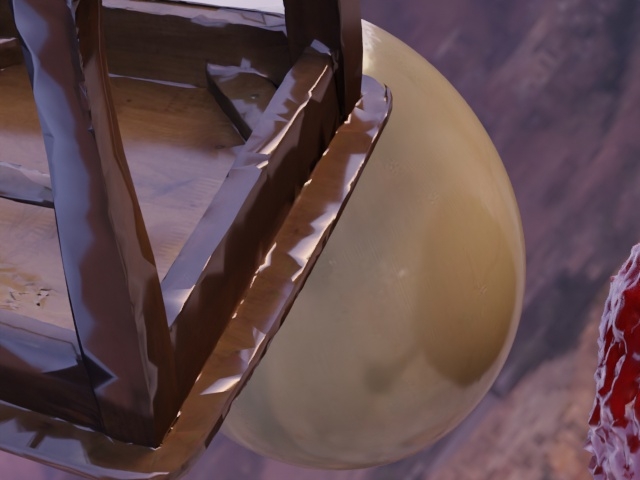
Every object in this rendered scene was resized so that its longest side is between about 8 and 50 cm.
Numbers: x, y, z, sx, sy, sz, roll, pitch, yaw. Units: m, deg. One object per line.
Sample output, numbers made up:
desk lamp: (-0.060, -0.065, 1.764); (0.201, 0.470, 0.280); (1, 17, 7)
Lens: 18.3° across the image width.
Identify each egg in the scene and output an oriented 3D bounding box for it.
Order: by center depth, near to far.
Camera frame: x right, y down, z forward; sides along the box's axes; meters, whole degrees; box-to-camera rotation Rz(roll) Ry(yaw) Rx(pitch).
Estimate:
egg: (0.000, 0.000, 0.925); (0.186, 0.186, 0.241); (-52, -38, -34)

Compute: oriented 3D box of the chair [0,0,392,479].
chair: (-0.089, -0.003, 0.548); (0.319, 0.186, 0.160); (84, -156, -43)

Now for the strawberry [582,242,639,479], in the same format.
strawberry: (0.226, 0.083, 0.915); (0.257, 0.257, 0.277); (-52, 3, -20)
